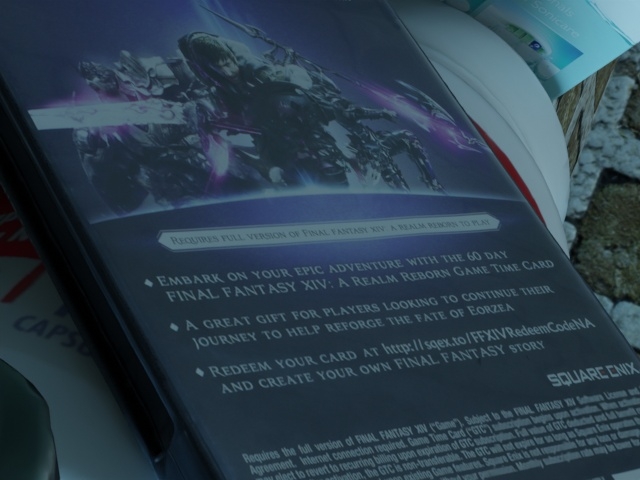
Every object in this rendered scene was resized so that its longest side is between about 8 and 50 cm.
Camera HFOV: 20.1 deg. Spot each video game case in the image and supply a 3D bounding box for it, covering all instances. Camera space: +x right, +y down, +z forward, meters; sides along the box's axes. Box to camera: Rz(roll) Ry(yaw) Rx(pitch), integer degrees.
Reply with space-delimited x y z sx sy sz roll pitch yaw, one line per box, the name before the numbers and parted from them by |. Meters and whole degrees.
video game case | 0.000 0.000 0.564 0.196 0.274 0.026 -4 141 -43

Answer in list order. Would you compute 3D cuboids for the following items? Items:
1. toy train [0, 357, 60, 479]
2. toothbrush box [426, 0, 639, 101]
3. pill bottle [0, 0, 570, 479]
toy train | -0.137 -0.004 0.272 0.334 0.190 0.142 95 19 -48
toothbrush box | 0.109 -0.181 0.879 0.216 0.126 0.295 -61 -168 -29
pill bottle | -0.035 0.051 0.696 0.408 0.229 0.229 -52 158 -55
